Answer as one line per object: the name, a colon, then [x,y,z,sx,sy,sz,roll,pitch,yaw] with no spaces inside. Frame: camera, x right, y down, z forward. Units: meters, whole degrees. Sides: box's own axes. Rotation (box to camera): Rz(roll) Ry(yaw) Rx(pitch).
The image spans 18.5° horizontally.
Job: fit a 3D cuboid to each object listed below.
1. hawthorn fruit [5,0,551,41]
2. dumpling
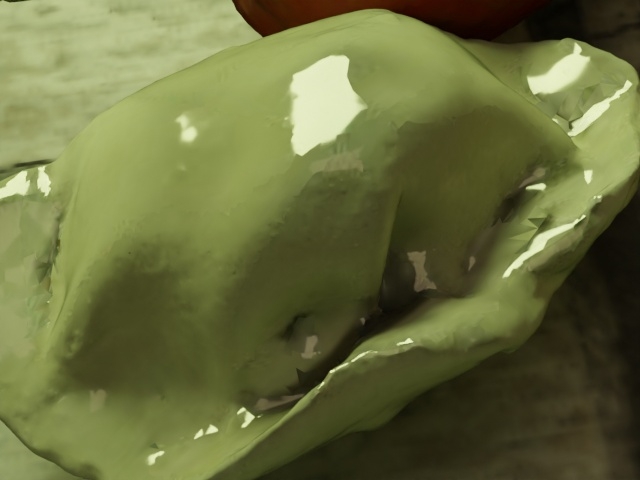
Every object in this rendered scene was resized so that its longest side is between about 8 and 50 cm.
hawthorn fruit: [-0.023,-0.123,0.747,0.285,0.165,0.165,-21,55,1]
dumpling: [0.000,0.000,0.657,0.250,0.132,0.162,-20,52,-8]
